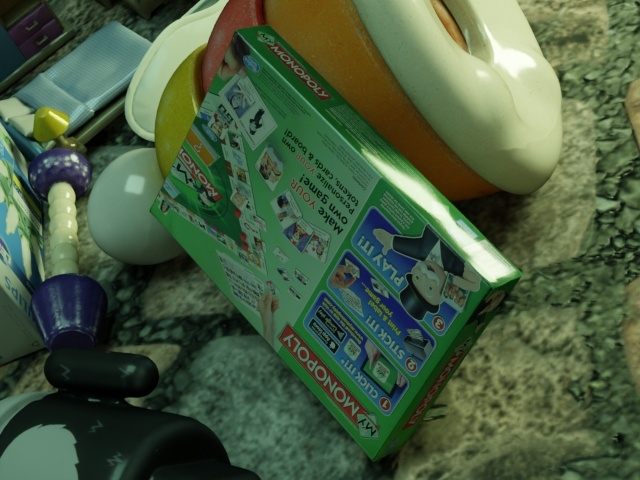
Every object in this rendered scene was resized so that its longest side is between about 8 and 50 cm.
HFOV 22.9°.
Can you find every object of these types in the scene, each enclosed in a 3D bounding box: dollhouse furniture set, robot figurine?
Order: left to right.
[{"bbox_3d":[-0.296,-0.264,1.825,0.286,0.198,0.303,-41,43,-12],"label":"dollhouse furniture set"},{"bbox_3d":[-0.186,0.218,1.310,0.278,0.173,0.209,7,53,33],"label":"robot figurine"}]

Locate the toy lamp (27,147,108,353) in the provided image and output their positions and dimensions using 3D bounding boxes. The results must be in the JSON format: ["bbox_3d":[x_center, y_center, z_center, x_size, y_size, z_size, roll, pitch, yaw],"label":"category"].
[{"bbox_3d":[-0.262,0.014,1.625,0.080,0.080,0.274,-22,42,9],"label":"toy lamp"}]

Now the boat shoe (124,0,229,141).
[{"bbox_3d":[-0.103,-0.228,1.785,0.319,0.116,0.099,-52,3,-14],"label":"boat shoe"}]

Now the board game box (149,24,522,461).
[{"bbox_3d":[0.000,0.000,1.326,0.046,0.213,0.317,-19,58,-46],"label":"board game box"}]

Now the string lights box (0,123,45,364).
[{"bbox_3d":[-0.351,-0.007,1.651,0.077,0.133,0.259,-21,43,8],"label":"string lights box"}]

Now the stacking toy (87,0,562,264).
[{"bbox_3d":[-0.043,-0.111,1.507,0.480,0.350,0.350,-30,39,24],"label":"stacking toy"}]
